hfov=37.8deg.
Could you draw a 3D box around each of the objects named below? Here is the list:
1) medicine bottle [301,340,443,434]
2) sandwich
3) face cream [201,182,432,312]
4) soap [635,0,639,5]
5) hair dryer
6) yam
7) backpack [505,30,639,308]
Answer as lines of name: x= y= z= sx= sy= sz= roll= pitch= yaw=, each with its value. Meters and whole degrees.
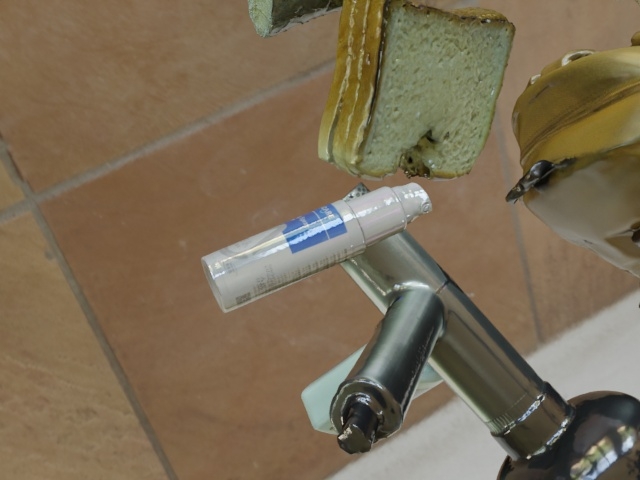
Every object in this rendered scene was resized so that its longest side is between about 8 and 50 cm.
medicine bottle: x=0.086 y=0.151 z=1.099 sx=0.121 sy=0.083 sz=0.229 roll=-2 pitch=151 yaw=-42
sandwich: x=0.131 y=-0.200 z=1.253 sx=0.273 sy=0.095 sz=0.248 roll=-4 pitch=111 yaw=-44
face cream: x=0.000 y=0.000 z=0.518 sx=0.130 sy=0.034 sz=0.034 roll=-22 pitch=122 yaw=-12
soap: x=0.434 y=-0.334 z=1.042 sx=0.232 sy=0.073 sz=0.140 roll=-18 pitch=139 yaw=-37
hair dryer: x=0.089 y=0.133 z=0.702 sx=0.320 sy=0.284 sz=0.156 roll=42 pitch=128 yaw=-8
yam: x=-0.009 y=-0.350 z=1.261 sx=0.183 sy=0.107 sz=0.107 roll=-20 pitch=121 yaw=-12
backpack: x=0.370 y=-0.066 z=0.927 sx=0.378 sy=0.353 sz=0.201 roll=9 pitch=69 yaw=-7
